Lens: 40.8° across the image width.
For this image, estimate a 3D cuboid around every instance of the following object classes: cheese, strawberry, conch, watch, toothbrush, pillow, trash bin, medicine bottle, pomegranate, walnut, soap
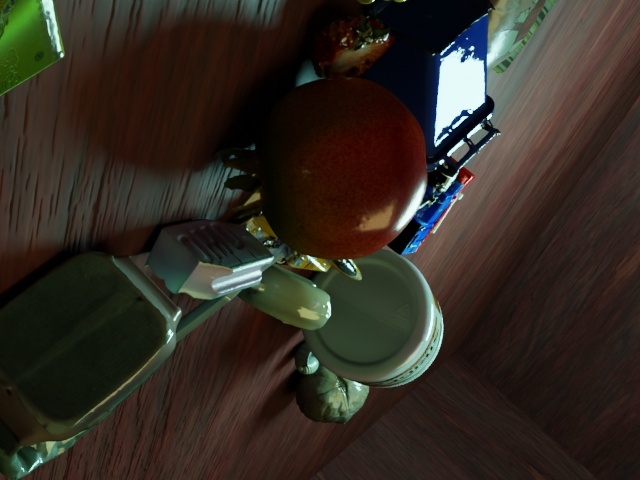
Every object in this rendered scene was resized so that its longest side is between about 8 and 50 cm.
[{"bbox_3d":[-0.092,0.065,1.296,0.249,0.163,0.070,26,89,-31],"label":"cheese"},{"bbox_3d":[0.033,-0.230,1.024,0.104,0.048,0.152,-19,178,-13],"label":"strawberry"},{"bbox_3d":[-0.027,0.250,1.887,0.085,0.057,0.076,-57,154,-48],"label":"conch"},{"bbox_3d":[-0.282,0.156,0.981,0.253,0.162,0.241,-39,167,-23],"label":"watch"},{"bbox_3d":[-0.146,0.090,1.185,0.342,0.030,0.025,-35,131,19],"label":"toothbrush"},{"bbox_3d":[0.275,-0.347,1.293,0.236,0.084,0.223,-27,147,-52],"label":"pillow"},{"bbox_3d":[0.350,-0.381,1.472,0.203,0.038,0.113,-54,158,16],"label":"pillow"},{"bbox_3d":[0.146,-0.219,1.138,0.162,0.184,0.234,-43,156,-19],"label":"trash bin"},{"bbox_3d":[0.106,0.156,1.679,0.252,0.252,0.241,-48,162,0],"label":"medicine bottle"},{"bbox_3d":[0.002,-0.085,1.039,0.257,0.221,0.221,-4,148,-12],"label":"pomegranate"},{"bbox_3d":[0.026,0.359,2.065,0.178,0.178,0.230,-38,171,-26],"label":"walnut"},{"bbox_3d":[-0.142,0.021,1.084,0.149,0.100,0.056,-14,140,-57],"label":"soap"}]

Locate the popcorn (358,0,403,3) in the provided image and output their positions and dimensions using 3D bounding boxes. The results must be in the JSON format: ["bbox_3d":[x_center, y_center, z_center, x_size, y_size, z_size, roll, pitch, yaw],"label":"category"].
[{"bbox_3d":[0.057,-0.309,0.808,0.180,0.180,0.170,-43,-171,-13],"label":"popcorn"}]

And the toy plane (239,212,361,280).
[{"bbox_3d":[-0.008,-0.008,1.298,0.204,0.103,0.316,-47,154,1],"label":"toy plane"}]

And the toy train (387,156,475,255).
[{"bbox_3d":[0.207,-0.070,1.716,0.204,0.083,0.131,-56,158,22],"label":"toy train"}]

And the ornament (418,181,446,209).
[{"bbox_3d":[0.179,-0.084,1.623,0.125,0.028,0.073,-20,120,-6],"label":"ornament"}]

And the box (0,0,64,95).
[{"bbox_3d":[-0.307,-0.111,0.531,0.311,0.043,0.173,-39,159,-27],"label":"box"}]
